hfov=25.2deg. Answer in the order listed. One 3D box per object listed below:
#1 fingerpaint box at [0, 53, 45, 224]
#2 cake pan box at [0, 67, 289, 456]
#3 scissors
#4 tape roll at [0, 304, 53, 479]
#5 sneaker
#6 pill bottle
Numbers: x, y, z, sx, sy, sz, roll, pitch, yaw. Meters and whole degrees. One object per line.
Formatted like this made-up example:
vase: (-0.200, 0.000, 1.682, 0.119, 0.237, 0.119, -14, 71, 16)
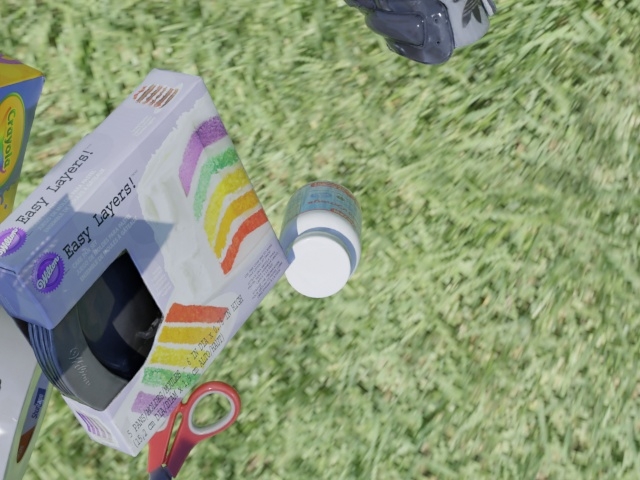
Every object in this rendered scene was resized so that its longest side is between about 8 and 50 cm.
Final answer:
fingerpaint box: (-0.479, 0.038, 1.390, 0.163, 0.371, 0.445, 25, 115, 17)
cake pan box: (-0.160, 0.022, 1.269, 0.070, 0.267, 0.246, 13, 140, 38)
scissors: (-0.184, 0.255, 1.571, 0.109, 0.021, 0.297, 24, 111, -10)
tape roll: (-0.313, 0.156, 1.405, 0.072, 0.219, 0.219, 16, 107, -2)
sneaker: (0.101, -0.231, 1.113, 0.153, 0.101, 0.268, 53, 149, -12)
pill bottle: (0.000, 0.000, 1.491, 0.087, 0.160, 0.087, 1, 110, 2)
